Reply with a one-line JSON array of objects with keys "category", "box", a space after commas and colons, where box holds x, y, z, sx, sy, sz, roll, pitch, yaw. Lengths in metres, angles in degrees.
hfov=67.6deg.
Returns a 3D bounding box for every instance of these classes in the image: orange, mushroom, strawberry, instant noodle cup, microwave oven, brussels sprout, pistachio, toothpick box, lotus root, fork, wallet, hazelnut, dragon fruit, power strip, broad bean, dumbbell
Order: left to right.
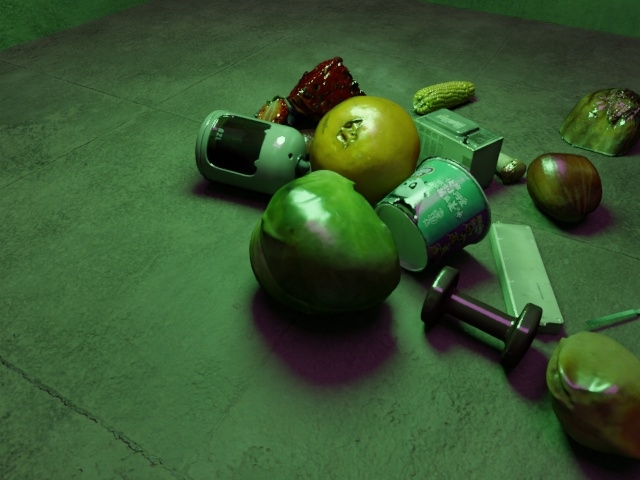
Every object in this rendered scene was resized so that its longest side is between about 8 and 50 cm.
[{"category": "toothpick box", "box": [-0.176, -0.242, 1.395, 0.316, 0.229, 0.229, 16, 43, 13]}, {"category": "strawberry", "box": [-0.164, -0.416, 1.658, 0.082, 0.146, 0.187, 29, 72, -28]}, {"category": "wallet", "box": [-0.150, -0.462, 1.768, 0.165, 0.030, 0.111, 20, 47, 21]}, {"category": "broad bean", "box": [-0.039, -0.321, 1.575, 0.165, 0.085, 0.114, -7, 58, -20]}, {"category": "brussels sprout", "box": [0.000, 0.000, 1.059, 0.314, 0.276, 0.371, -7, 41, -15]}, {"category": "dragon fruit", "box": [0.003, -0.491, 1.753, 0.228, 0.286, 0.329, -49, 32, -6]}, {"category": "orange", "box": [0.123, -0.242, 1.324, 0.311, 0.312, 0.312, 1, 41, -1]}, {"category": "instant noodle cup", "box": [0.256, -0.052, 1.170, 0.190, 0.251, 0.251, -32, 51, -22]}, {"category": "microwave oven", "box": [0.411, -0.282, 1.465, 0.145, 0.194, 0.240, -22, 44, -27]}, {"category": "dumbbell", "box": [0.333, 0.156, 1.003, 0.225, 0.124, 0.140, 25, 55, 24]}, {"category": "mushroom", "box": [0.559, -0.257, 1.538, 0.084, 0.071, 0.209, -42, 47, 0]}, {"category": "power strip", "box": [0.492, 0.075, 1.169, 0.105, 0.043, 0.368, 6, 42, 4]}, {"category": "hazelnut", "box": [0.675, -0.151, 1.349, 0.210, 0.210, 0.186, -21, 22, -25]}, {"category": "lotus root", "box": [1.004, -0.427, 1.675, 0.271, 0.192, 0.272, 3, 48, -3]}, {"category": "pistachio", "box": [0.522, 0.269, 0.870, 0.212, 0.163, 0.260, 44, 39, 13]}, {"category": "fork", "box": [0.698, 0.167, 1.091, 0.234, 0.021, 0.039, -11, 39, -13]}]

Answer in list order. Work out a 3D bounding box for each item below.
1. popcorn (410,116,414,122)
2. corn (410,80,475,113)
[{"category": "popcorn", "box": [0.242, -0.380, 1.602, 0.173, 0.142, 0.174, 3, 46, -3]}, {"category": "corn", "box": [0.479, -0.561, 1.854, 0.310, 0.102, 0.101, -21, 46, -24]}]
